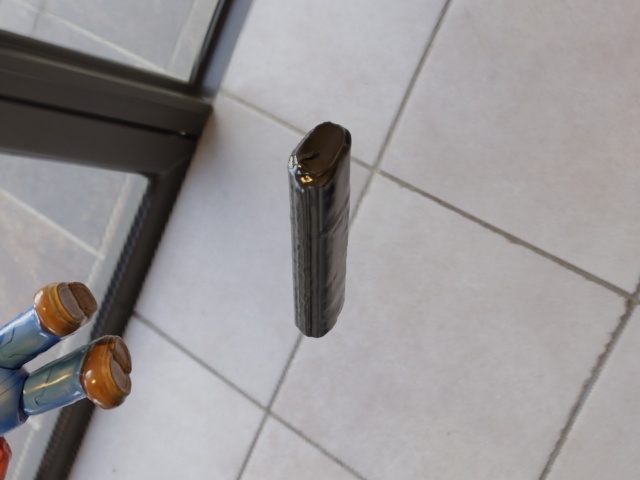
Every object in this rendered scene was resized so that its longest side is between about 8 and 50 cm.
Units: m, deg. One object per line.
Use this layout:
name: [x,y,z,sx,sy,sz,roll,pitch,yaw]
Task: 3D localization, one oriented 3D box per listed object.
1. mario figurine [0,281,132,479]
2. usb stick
mario figurine: [-0.345,0.174,0.882,0.321,0.170,0.198,-30,67,10]
usb stick: [0.000,0.000,0.881,0.045,0.278,0.077,19,57,14]
